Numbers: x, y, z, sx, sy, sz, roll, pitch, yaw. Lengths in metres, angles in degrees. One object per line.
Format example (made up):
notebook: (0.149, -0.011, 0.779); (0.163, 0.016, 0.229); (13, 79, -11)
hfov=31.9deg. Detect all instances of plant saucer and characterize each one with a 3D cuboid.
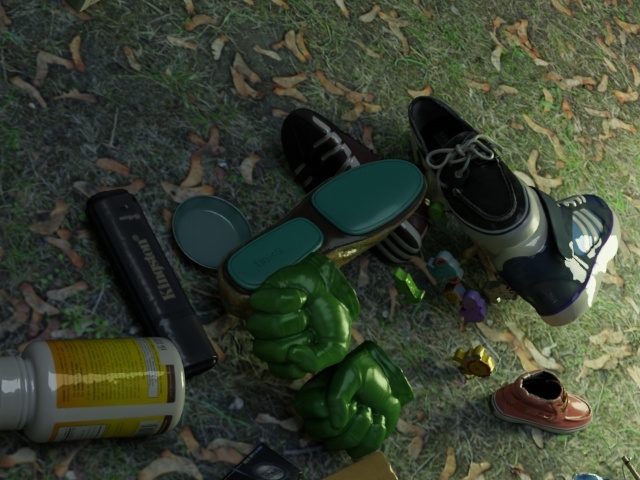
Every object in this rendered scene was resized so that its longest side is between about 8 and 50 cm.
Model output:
plant saucer: (-0.152, -0.007, 1.552); (0.119, 0.021, 0.119); (14, 54, -21)

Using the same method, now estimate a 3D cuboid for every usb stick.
usb stick: (-0.221, 0.056, 1.456); (0.077, 0.045, 0.278); (-18, 70, -36)

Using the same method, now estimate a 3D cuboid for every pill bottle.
pill bottle: (-0.275, 0.173, 1.303); (0.215, 0.117, 0.117); (1, 60, -29)

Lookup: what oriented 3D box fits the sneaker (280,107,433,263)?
sneaker: (0.069, -0.107, 1.703); (0.281, 0.106, 0.162); (50, 44, -6)

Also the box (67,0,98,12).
box: (-0.364, -0.513, 1.689); (0.262, 0.127, 0.231); (43, 50, 1)

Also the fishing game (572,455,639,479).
fishing game: (0.407, 0.415, 1.587); (0.264, 0.041, 0.189); (-26, 78, -39)

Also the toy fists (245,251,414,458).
toy fists: (0.011, 0.157, 1.440); (0.142, 0.096, 0.279); (-39, 112, -21)

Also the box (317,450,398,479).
box: (0.040, 0.375, 1.414); (0.201, 0.021, 0.164); (-18, 70, -37)

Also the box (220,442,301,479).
box: (-0.075, 0.297, 1.387); (0.067, 0.018, 0.083); (33, 46, 22)

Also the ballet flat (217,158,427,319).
ballet flat: (0.000, 0.000, 1.552); (0.348, 0.123, 0.123); (-33, 80, -27)

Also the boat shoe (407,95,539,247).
boat shoe: (0.212, -0.112, 1.624); (0.105, 0.113, 0.306); (52, 11, -43)

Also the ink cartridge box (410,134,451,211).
ink cartridge box: (0.208, -0.117, 1.805); (0.099, 0.056, 0.135); (7, 58, -26)

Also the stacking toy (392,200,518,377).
stacking toy: (0.203, 0.069, 1.639); (0.221, 0.052, 0.167); (50, 45, -23)

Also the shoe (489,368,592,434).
shoe: (0.341, 0.236, 1.636); (0.178, 0.081, 0.063); (11, 56, -23)

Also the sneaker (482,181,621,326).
sneaker: (0.344, -0.042, 1.733); (0.236, 0.130, 0.323); (50, 38, -16)
